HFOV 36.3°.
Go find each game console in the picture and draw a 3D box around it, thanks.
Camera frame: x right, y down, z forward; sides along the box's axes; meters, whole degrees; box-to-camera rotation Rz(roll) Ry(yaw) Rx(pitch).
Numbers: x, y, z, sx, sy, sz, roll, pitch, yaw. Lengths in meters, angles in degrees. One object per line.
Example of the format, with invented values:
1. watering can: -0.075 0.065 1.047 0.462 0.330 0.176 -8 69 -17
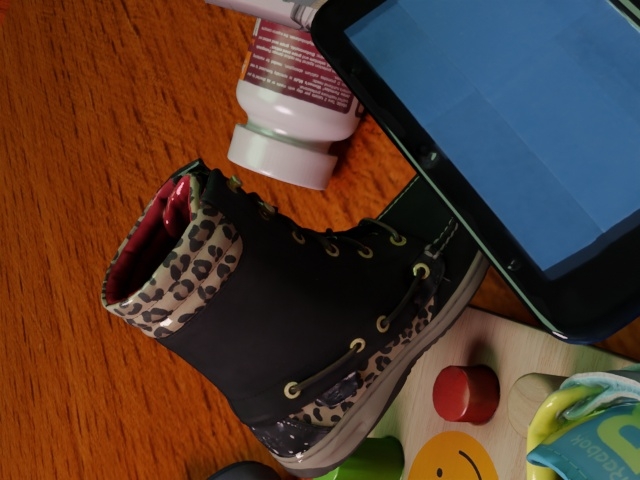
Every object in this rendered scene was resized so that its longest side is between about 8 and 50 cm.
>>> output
1. game console: 0.151 -0.141 0.523 0.293 0.173 0.250 54 149 28

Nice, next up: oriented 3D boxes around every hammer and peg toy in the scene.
1. hammer and peg toy: 0.109 0.121 0.628 0.266 0.127 0.361 19 95 57

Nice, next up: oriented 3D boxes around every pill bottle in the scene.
1. pill bottle: -0.008 -0.167 0.912 0.121 0.121 0.221 32 106 56

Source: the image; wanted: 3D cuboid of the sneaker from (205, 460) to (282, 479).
1. sneaker: -0.145 0.288 0.979 0.319 0.112 0.131 -52 43 33

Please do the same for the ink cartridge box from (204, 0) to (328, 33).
1. ink cartridge box: 0.023 -0.244 0.789 0.092 0.219 0.160 -97 22 -83

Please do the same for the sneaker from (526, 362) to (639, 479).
1. sneaker: 0.209 0.058 0.421 0.127 0.208 0.319 43 115 56

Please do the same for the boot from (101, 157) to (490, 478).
1. boot: 0.000 0.001 0.576 0.236 0.178 0.085 -55 31 -15
